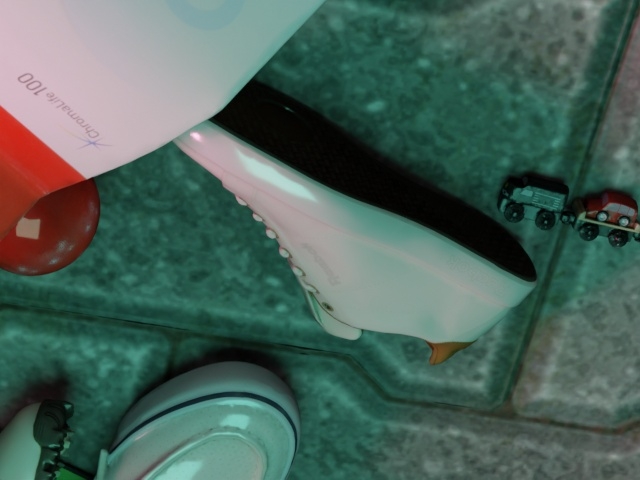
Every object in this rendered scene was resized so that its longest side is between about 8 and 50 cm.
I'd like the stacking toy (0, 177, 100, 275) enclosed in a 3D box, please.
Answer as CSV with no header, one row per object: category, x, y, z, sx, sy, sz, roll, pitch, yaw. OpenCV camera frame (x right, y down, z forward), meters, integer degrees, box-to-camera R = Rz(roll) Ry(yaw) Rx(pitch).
stacking toy,-0.256,-0.095,1.229,0.141,0.141,0.330,-29,123,17

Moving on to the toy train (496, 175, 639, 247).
toy train,0.199,-0.016,1.352,0.158,0.027,0.036,13,112,-10

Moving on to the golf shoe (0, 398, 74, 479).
golf shoe,-0.273,0.210,1.442,0.120,0.105,0.273,30,118,-11

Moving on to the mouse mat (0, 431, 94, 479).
mouse mat,-0.215,0.230,1.519,0.190,0.007,0.152,30,118,-18

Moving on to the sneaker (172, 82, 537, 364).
sneaker,0.000,0.000,1.308,0.290,0.106,0.123,31,116,-22

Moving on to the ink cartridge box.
ink cartridge box,-0.199,-0.138,1.111,0.385,0.091,0.308,-48,128,0

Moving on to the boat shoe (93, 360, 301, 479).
boat shoe,-0.145,0.248,1.434,0.136,0.156,0.367,36,117,-22
